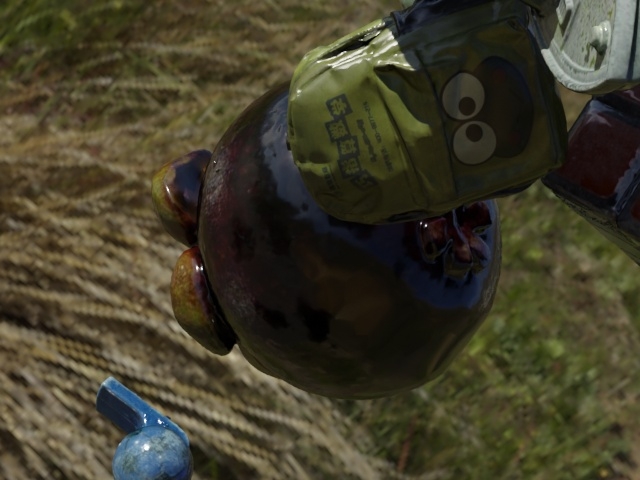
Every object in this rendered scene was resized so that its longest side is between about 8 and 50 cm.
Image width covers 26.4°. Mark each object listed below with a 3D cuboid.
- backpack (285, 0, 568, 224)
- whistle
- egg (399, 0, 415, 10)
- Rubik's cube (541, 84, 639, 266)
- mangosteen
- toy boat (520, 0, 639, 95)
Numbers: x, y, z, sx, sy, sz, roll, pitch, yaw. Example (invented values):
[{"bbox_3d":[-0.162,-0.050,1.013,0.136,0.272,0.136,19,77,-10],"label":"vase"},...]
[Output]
[{"bbox_3d":[0.091,-0.121,1.256,0.140,0.253,0.207,-105,176,-68],"label":"backpack"},{"bbox_3d":[-0.184,0.218,1.390,0.158,0.090,0.090,34,29,13],"label":"whistle"},{"bbox_3d":[0.167,-0.272,1.452,0.149,0.192,0.149,-7,100,-45],"label":"egg"},{"bbox_3d":[0.460,-0.075,1.369,0.305,0.303,0.301,36,4,36],"label":"Rubik's cube"},{"bbox_3d":[0.000,0.000,1.597,0.382,0.435,0.382,7,79,-45],"label":"mangosteen"},{"bbox_3d":[0.150,-0.197,0.820,0.092,0.141,0.319,5,45,-9],"label":"toy boat"}]
